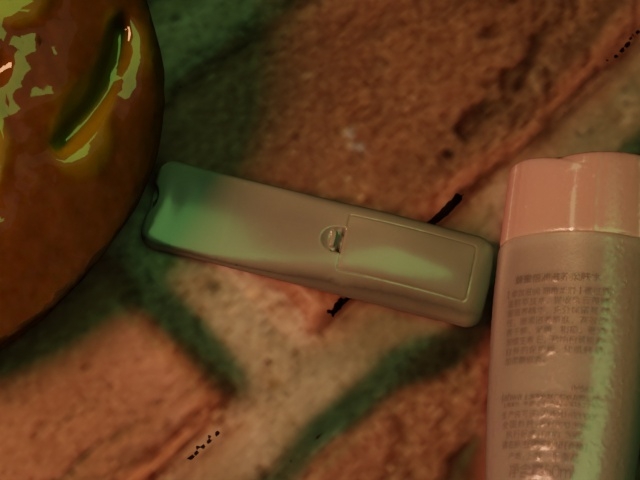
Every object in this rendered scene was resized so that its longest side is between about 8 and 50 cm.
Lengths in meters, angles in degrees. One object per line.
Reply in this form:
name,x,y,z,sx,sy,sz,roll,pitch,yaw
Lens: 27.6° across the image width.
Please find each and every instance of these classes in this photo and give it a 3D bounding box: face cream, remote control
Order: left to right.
remote control,0.000,0.000,0.679,0.184,0.027,0.050,14,71,0
face cream,0.125,0.053,0.655,0.084,0.057,0.198,-2,68,30

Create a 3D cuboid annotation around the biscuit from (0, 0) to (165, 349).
biscuit,-0.265,-0.105,0.599,0.350,0.070,0.394,-40,100,-11
